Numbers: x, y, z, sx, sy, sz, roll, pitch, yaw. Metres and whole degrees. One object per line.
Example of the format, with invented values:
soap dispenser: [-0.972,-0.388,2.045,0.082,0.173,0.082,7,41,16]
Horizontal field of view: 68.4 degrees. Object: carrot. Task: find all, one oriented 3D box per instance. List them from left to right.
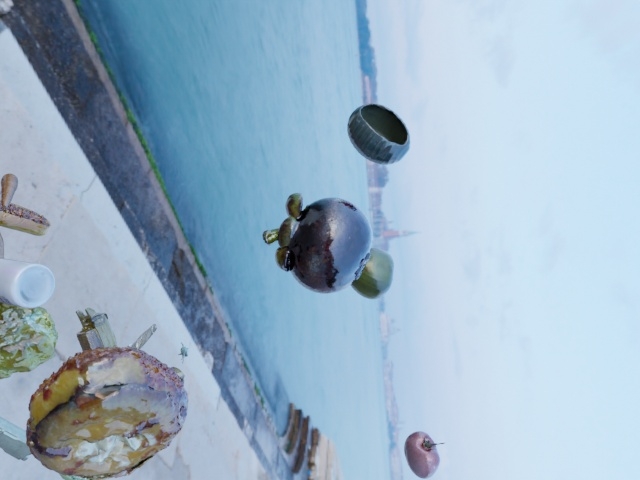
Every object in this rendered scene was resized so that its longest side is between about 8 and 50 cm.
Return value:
carrot: [-0.941,-0.148,1.418,0.216,0.048,0.048,48,-26,49]

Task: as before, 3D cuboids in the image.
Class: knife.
knife: [-0.410,0.238,1.018,0.017,0.297,0.047,34,41,-24]

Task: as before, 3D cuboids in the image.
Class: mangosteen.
mangosteen: [0.012,0.007,1.509,0.330,0.329,0.331,-4,90,-83]

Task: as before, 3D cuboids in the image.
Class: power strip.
power strip: [-1.029,0.603,1.493,0.286,0.080,0.048,50,9,-29]

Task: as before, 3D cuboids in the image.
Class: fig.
fig: [0.179,0.120,1.838,0.203,0.225,0.203,-162,-90,-79]

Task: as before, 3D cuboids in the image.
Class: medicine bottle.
medicine bottle: [-0.724,0.096,1.100,0.102,0.186,0.103,-17,109,-62]

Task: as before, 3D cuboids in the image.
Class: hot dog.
hot dog: [-1.093,-0.089,1.669,0.249,0.076,0.102,24,43,-36]

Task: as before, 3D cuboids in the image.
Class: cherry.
cherry: [0.265,0.565,1.226,0.106,0.086,0.127,-137,-134,-75]

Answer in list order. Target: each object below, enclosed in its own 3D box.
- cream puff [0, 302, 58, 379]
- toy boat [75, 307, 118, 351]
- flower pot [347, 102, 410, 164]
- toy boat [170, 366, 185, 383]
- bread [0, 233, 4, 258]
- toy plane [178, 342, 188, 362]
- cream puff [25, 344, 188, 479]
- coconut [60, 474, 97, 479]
cream puff: [-1.004,0.331,1.536,0.282,0.281,0.185,-85,-168,-55]
toy boat: [-0.847,0.400,1.788,0.115,0.089,0.311,-32,111,-64]
flower pot: [0.205,-0.375,1.670,0.189,0.243,0.157,-45,178,-22]
toy boat: [-0.524,0.559,1.641,0.121,0.089,0.321,49,-48,29]
bread: [-1.123,0.029,1.446,0.204,0.336,0.359,-11,88,-56]
toy plane: [-0.517,0.420,1.782,0.083,0.033,0.080,-53,-139,48]
cream puff: [-0.344,0.269,0.765,0.240,0.239,0.164,79,-11,-45]
coconut: [-0.590,0.570,1.180,0.158,0.133,0.055,27,84,-76]
